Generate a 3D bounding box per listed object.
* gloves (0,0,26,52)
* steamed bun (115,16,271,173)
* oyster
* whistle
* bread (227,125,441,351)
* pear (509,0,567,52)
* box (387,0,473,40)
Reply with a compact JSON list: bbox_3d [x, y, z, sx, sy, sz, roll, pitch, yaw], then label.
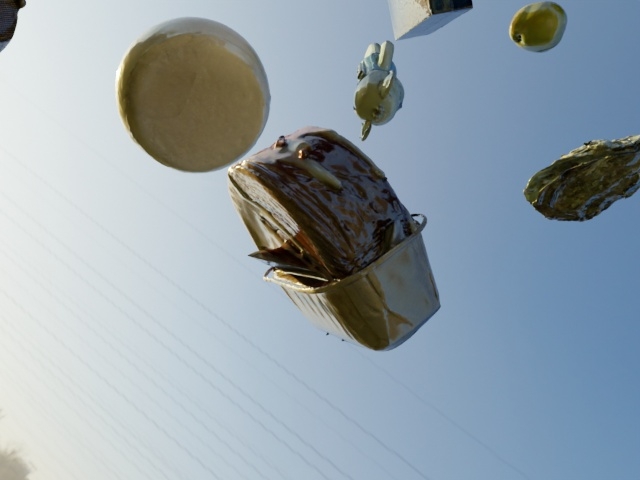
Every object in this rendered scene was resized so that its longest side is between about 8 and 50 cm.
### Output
[{"bbox_3d":[-0.385,-0.211,0.546,0.141,0.331,0.154,3,-69,-8],"label":"gloves"},{"bbox_3d":[-0.239,-0.275,1.124,0.177,0.283,0.283,-122,-160,-52],"label":"steamed bun"},{"bbox_3d":[0.659,-0.161,1.416,0.158,0.351,0.162,64,10,31],"label":"oyster"},{"bbox_3d":[0.089,-0.245,0.931,0.077,0.235,0.114,17,-53,-10],"label":"whistle"},{"bbox_3d":[0.000,0.000,0.581,0.212,0.142,0.224,57,-18,-12],"label":"bread"},{"bbox_3d":[0.369,-0.361,1.023,0.097,0.092,0.092,-10,-60,5],"label":"pear"},{"bbox_3d":[0.243,-0.664,1.471,0.261,0.116,0.278,-156,-127,-78],"label":"box"}]
